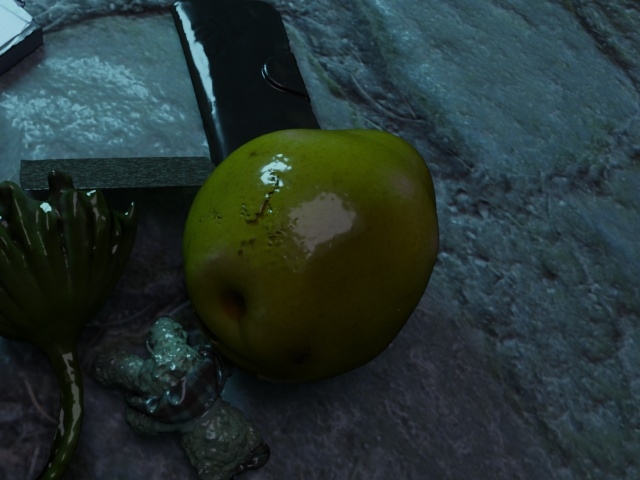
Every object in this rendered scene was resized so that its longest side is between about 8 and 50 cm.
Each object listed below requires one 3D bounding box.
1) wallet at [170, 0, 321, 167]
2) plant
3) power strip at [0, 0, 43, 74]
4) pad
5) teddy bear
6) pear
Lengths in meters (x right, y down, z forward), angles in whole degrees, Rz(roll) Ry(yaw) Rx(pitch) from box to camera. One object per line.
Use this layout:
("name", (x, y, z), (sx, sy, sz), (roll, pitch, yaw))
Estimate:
("wallet", (-0.102, -0.222, 1.174), (0.165, 0.042, 0.309), (-8, 62, -19))
("plant", (-0.286, 0.100, 0.894), (0.251, 0.180, 0.333), (-19, 92, -12))
("power strip", (-0.480, -0.229, 1.067), (0.109, 0.037, 0.279), (34, 55, 5))
("pad", (-0.238, -0.082, 1.006), (0.235, 0.003, 0.158), (-3, 18, -19))
("teddy bear", (-0.136, 0.164, 0.880), (0.133, 0.111, 0.213), (-37, 73, -28))
("pear", (0.007, 0.006, 0.922), (0.336, 0.285, 0.285), (-21, 67, -29))
